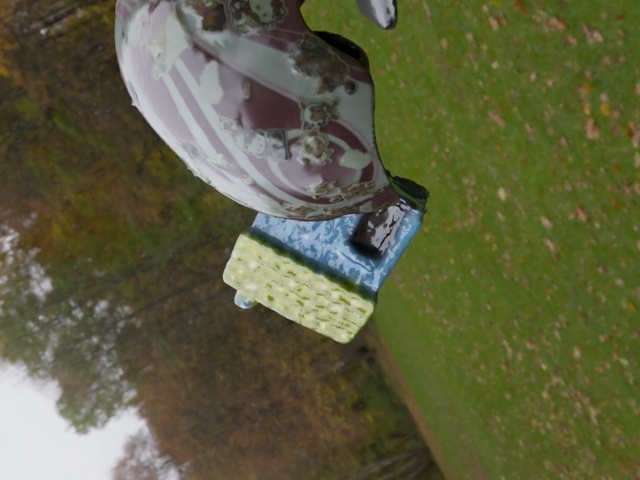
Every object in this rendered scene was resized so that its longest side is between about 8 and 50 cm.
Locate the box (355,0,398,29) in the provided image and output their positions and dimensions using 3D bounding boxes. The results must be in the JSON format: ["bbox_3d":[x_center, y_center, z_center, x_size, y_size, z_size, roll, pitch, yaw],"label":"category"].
[{"bbox_3d":[0.051,-0.360,1.011,0.201,0.042,0.213,-104,2,-72],"label":"box"}]

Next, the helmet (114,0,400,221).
[{"bbox_3d":[-0.040,-0.080,0.422,0.153,0.107,0.177,-140,28,-75],"label":"helmet"}]

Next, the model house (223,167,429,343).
[{"bbox_3d":[0.000,0.000,1.303,0.237,0.303,0.215,28,-160,-1],"label":"model house"}]
